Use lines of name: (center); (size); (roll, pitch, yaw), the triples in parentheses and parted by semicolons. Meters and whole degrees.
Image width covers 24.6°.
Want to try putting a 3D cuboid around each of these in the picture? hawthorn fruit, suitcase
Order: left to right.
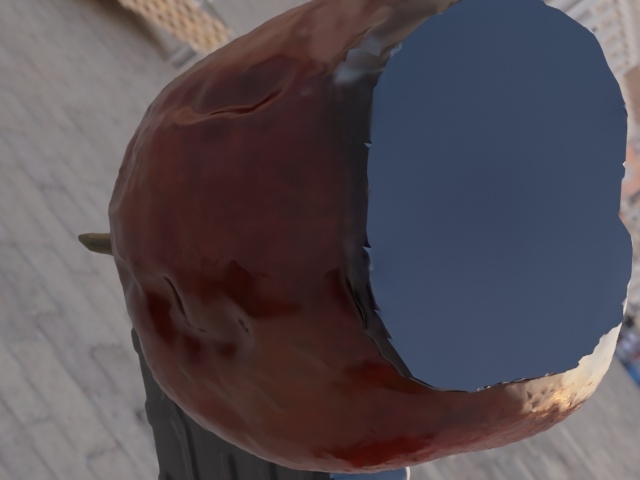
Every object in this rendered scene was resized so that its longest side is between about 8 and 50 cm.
suitcase: (-0.047, 0.077, 0.960); (0.285, 0.066, 0.206); (-17, -97, 63)
hawthorn fruit: (0.000, 0.000, 0.567); (0.189, 0.251, 0.190); (26, 58, -52)
